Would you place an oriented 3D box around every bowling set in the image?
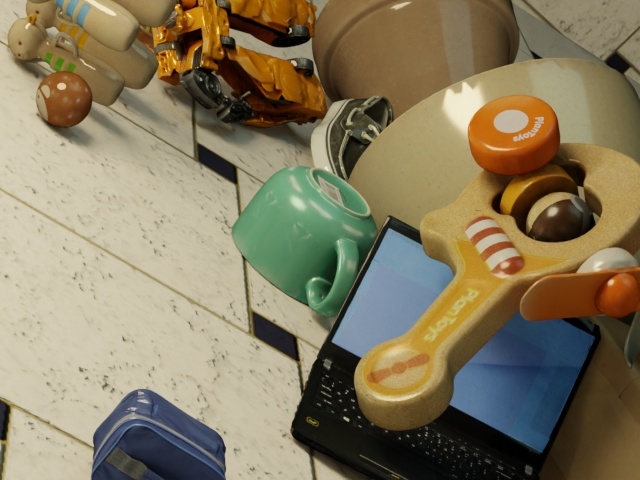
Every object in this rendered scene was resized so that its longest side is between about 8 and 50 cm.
[{"bbox_3d":[-0.244,-0.220,1.881,0.154,0.287,0.200,32,51,5],"label":"bowling set"}]

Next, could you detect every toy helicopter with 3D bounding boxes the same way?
[{"bbox_3d":[0.169,0.043,1.698,0.235,0.355,0.140,24,-34,33],"label":"toy helicopter"}]

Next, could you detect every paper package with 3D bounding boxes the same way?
[{"bbox_3d":[0.370,0.250,1.877,0.324,0.168,0.309,23,21,-35],"label":"paper package"}]

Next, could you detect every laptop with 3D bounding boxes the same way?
[{"bbox_3d":[0.119,0.123,1.723,0.234,0.137,0.264,27,19,-1],"label":"laptop"}]

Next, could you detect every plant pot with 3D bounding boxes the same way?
[{"bbox_3d":[0.131,-0.181,2.413,0.263,0.263,0.229,23,42,-36],"label":"plant pot"}]

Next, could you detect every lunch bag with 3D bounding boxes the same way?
[{"bbox_3d":[-0.111,0.160,1.366,0.098,0.067,0.065,33,19,-16],"label":"lunch bag"}]

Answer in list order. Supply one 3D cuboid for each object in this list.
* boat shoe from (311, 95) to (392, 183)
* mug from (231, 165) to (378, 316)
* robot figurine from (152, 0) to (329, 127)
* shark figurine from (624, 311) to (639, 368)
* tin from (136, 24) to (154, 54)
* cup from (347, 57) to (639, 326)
[{"bbox_3d":[0.040,-0.113,2.226,0.219,0.070,0.078,-72,143,-61],"label":"boat shoe"},{"bbox_3d":[0.001,-0.003,1.914,0.158,0.097,0.129,44,19,19],"label":"mug"},{"bbox_3d":[-0.094,-0.219,2.201,0.291,0.085,0.211,11,68,-56],"label":"robot figurine"},{"bbox_3d":[0.406,0.123,1.813,0.278,0.116,0.166,40,16,5],"label":"shark figurine"},{"bbox_3d":[-0.193,-0.252,2.257,0.106,0.040,0.190,37,19,-13],"label":"tin"},{"bbox_3d":[0.217,0.008,2.003,0.331,0.331,0.237,18,42,-46],"label":"cup"}]
